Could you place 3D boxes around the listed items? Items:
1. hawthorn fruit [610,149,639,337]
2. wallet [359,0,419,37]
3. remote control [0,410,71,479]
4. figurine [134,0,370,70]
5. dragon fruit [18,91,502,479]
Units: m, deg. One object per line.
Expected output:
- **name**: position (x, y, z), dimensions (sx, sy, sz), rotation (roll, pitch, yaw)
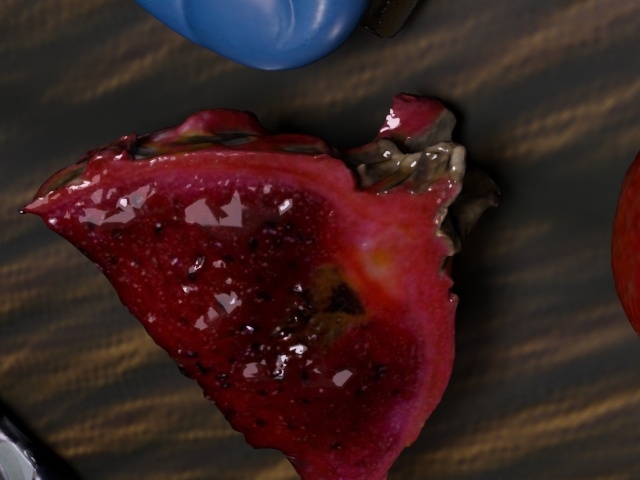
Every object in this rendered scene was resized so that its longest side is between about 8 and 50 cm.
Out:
- **hawthorn fruit**: position (0.235, 0.026, 0.759), dimensions (0.189, 0.251, 0.190), rotation (-2, 130, -2)
- **wallet**: position (0.042, -0.207, 0.833), dimensions (0.110, 0.031, 0.198), rotation (37, 123, 4)
- **remote control**: position (-0.211, 0.165, 1.121), dimensions (0.097, 0.045, 0.256), rotation (-39, 93, 32)
- **figurine**: position (-0.115, -0.256, 0.742), dimensions (0.243, 0.298, 0.416), rotation (6, 128, 20)
- **dragon fruit**: position (0.000, 0.000, 0.909), dimensions (0.211, 0.134, 0.262), rotation (-28, 118, 20)
